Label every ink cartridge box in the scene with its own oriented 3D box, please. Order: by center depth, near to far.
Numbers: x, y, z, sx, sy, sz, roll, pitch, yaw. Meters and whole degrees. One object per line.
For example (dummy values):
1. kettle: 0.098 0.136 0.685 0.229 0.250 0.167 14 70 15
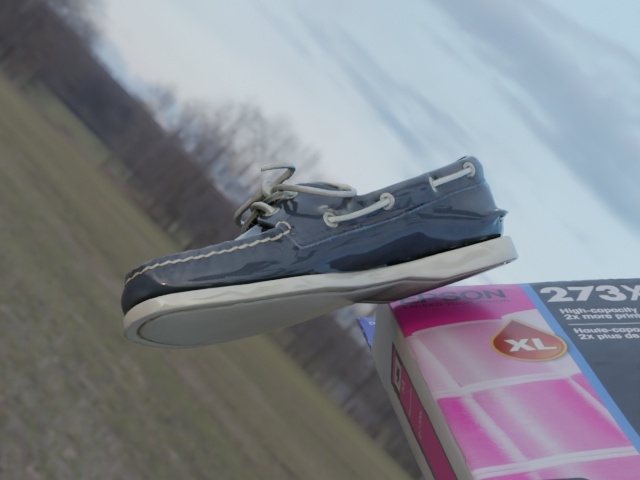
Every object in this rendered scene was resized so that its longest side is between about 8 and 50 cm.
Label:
1. ink cartridge box: 0.135 0.086 0.889 0.371 0.175 0.069 -116 -155 -71

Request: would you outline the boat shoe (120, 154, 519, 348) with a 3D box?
1. boat shoe: 0.000 0.000 0.873 0.095 0.254 0.079 -31 -107 58
